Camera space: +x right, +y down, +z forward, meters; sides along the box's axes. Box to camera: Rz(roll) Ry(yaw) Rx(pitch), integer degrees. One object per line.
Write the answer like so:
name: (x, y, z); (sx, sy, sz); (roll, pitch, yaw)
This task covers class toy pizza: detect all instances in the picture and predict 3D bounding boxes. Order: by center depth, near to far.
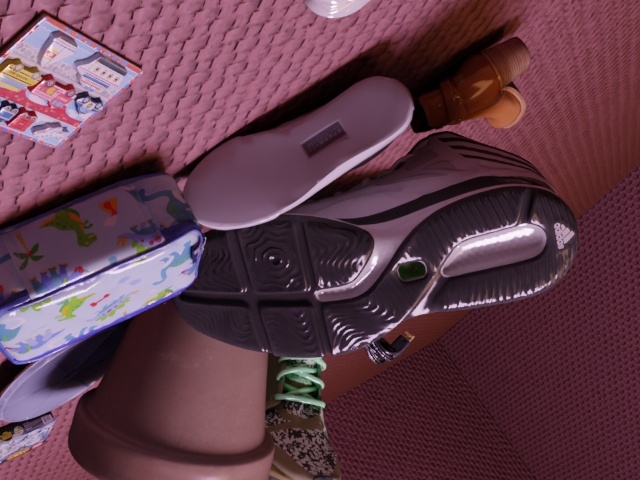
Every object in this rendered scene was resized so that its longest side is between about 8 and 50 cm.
toy pizza: (-0.332, 0.162, 1.123); (0.201, 0.032, 0.201); (-36, 165, -11)

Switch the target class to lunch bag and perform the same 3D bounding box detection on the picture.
lunch bag: (-0.222, 0.031, 0.842); (0.219, 0.090, 0.176); (-25, 164, -21)

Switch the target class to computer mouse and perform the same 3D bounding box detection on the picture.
computer mouse: (0.132, 0.085, 1.471); (0.060, 0.184, 0.262); (-14, -156, 40)

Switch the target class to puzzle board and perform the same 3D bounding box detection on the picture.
puzzle board: (-0.194, -0.109, 0.626); (0.096, 0.011, 0.128); (-37, 165, 11)

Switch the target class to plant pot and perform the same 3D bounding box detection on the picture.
plant pot: (-0.164, 0.173, 1.100); (0.263, 0.263, 0.229); (3, 103, -66)

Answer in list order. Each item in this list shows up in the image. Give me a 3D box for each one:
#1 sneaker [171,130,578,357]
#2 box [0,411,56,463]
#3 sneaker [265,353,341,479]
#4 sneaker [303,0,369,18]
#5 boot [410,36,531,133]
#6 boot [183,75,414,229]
sneaker: (0.056, -0.005, 1.026); (0.447, 0.169, 0.257); (-10, -159, 9)
box: (-0.467, 0.302, 1.283); (0.137, 0.027, 0.094); (-20, 158, -41)
sneaker: (-0.051, 0.196, 1.304); (0.158, 0.410, 0.182); (15, 116, -29)
sneaker: (0.058, -0.230, 0.703); (0.152, 0.054, 0.061); (-28, 161, -21)
boot: (0.186, -0.175, 1.124); (0.152, 0.073, 0.197); (-31, 158, -5)
boot: (-0.020, -0.081, 0.930); (0.258, 0.095, 0.123); (-26, 173, -4)
